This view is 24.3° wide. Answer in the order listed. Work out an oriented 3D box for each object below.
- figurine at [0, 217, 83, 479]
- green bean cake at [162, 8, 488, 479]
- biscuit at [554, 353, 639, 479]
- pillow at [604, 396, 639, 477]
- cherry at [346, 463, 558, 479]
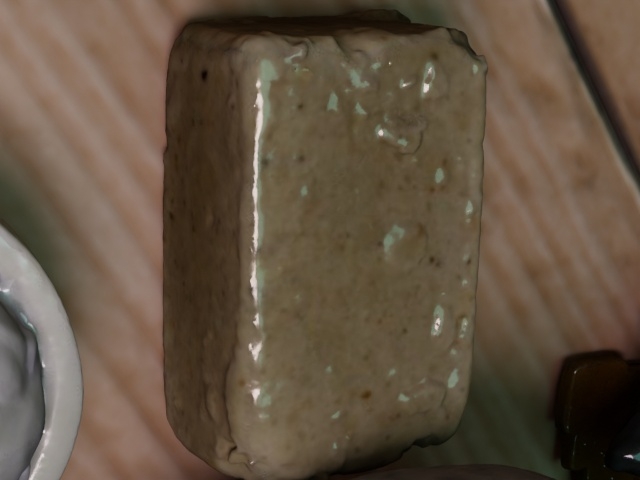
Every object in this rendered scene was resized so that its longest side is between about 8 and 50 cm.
[{"bbox_3d":[-0.177,0.047,0.468,0.237,0.141,0.162,16,100,-33],"label":"figurine"},{"bbox_3d":[0.000,0.000,0.593,0.109,0.085,0.179,-6,105,-30],"label":"green bean cake"},{"bbox_3d":[0.143,0.090,0.744,0.082,0.016,0.092,-50,122,-9],"label":"biscuit"},{"bbox_3d":[0.256,0.082,0.752,0.250,0.106,0.186,34,80,-36],"label":"pillow"},{"bbox_3d":[0.045,0.249,0.542,0.291,0.335,0.326,28,87,-35],"label":"cherry"}]
